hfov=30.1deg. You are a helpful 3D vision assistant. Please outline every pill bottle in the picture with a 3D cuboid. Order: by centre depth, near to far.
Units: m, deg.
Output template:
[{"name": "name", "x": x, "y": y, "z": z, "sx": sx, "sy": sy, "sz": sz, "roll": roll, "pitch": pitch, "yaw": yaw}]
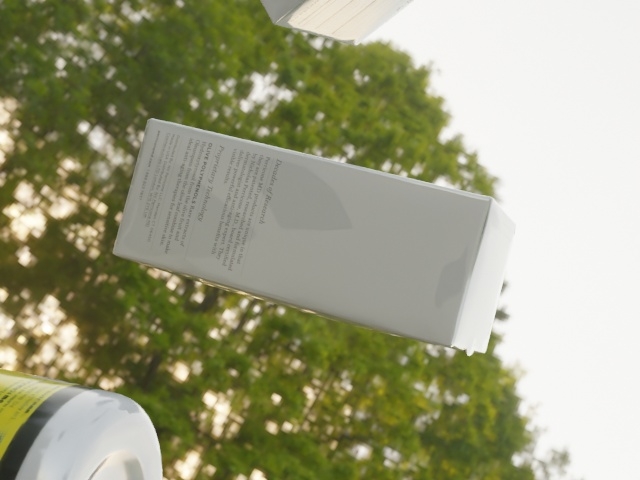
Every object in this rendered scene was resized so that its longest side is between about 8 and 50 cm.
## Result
[{"name": "pill bottle", "x": -0.304, "y": 0.178, "z": 0.887, "sx": 0.333, "sy": 0.188, "sz": 0.188, "roll": 8, "pitch": -36, "yaw": 19}]

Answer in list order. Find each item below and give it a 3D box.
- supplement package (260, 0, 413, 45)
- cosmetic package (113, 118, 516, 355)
[{"name": "supplement package", "x": 0.011, "y": -0.283, "z": 1.239, "sx": 0.105, "sy": 0.179, "sz": 0.105, "roll": -34, "pitch": -105, "yaw": 25}, {"name": "cosmetic package", "x": 0.000, "y": 0.000, "z": 1.232, "sx": 0.365, "sy": 0.155, "sz": 0.197, "roll": 13, "pitch": -4, "yaw": 16}]
